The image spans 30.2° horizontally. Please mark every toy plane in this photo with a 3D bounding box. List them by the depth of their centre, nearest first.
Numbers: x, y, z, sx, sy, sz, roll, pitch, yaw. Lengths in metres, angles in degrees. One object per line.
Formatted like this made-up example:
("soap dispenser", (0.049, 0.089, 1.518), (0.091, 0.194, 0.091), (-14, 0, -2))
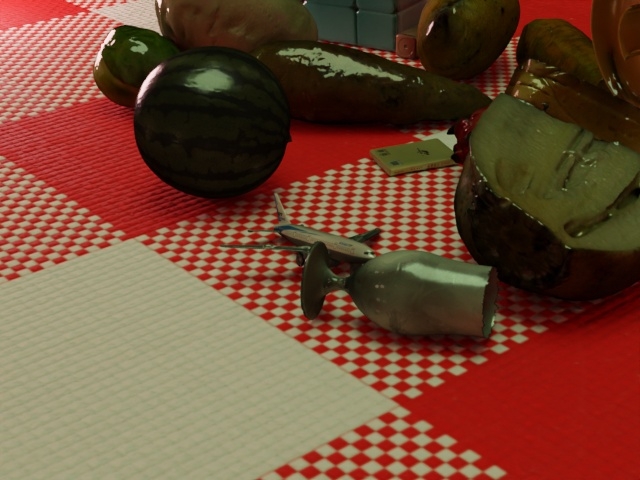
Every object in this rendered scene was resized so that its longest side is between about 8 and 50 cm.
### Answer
("toy plane", (-0.001, 0.003, 1.411), (0.226, 0.058, 0.226), (-6, 23, -32))

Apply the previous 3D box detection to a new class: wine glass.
("wine glass", (0.087, 0.054, 1.267), (0.202, 0.093, 0.093), (8, 28, 18))

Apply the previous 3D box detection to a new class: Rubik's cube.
("Rubik's cube", (0.104, -0.506, 2.245), (0.231, 0.225, 0.221), (14, 30, 30))

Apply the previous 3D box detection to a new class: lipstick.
("lipstick", (0.193, -0.373, 2.175), (0.045, 0.045, 0.145), (15, 30, 32))

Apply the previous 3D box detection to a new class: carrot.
("carrot", (0.406, -0.272, 1.886), (0.114, 0.114, 0.302), (-8, 29, -12))

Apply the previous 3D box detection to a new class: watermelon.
("watermelon", (-0.141, -0.157, 1.579), (0.212, 0.212, 0.212), (-1, 26, 1))

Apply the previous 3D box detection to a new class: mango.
("mango", (0.246, -0.358, 1.998), (0.175, 0.177, 0.329), (-7, 29, 18))

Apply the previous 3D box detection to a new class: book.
("book", (0.136, -0.120, 1.702), (0.110, 0.014, 0.077), (-11, 29, -17))

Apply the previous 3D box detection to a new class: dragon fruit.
("dragon fruit", (0.242, -0.128, 1.614), (0.121, 0.130, 0.142), (-30, 21, 19))

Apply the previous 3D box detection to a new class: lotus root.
("lotus root", (0.271, -0.018, 1.354), (0.267, 0.149, 0.260), (25, 37, 12))

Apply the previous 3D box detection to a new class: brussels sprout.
("brussels sprout", (-0.296, -0.285, 1.928), (0.145, 0.131, 0.183), (-14, 33, -34))

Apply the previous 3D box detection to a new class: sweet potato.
("sweet potato", (0.065, -0.236, 1.835), (0.422, 0.131, 0.130), (7, 27, 2))

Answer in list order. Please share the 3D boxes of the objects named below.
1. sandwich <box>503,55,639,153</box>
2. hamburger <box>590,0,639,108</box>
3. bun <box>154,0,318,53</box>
("sandwich", (0.355, -0.171, 1.590), (0.214, 0.065, 0.186), (27, 7, 0))
("hamburger", (0.526, -0.296, 1.632), (0.212, 0.275, 0.274), (-16, 29, -17))
("bun", (-0.157, -0.342, 1.950), (0.283, 0.283, 0.179), (17, 70, 32))
